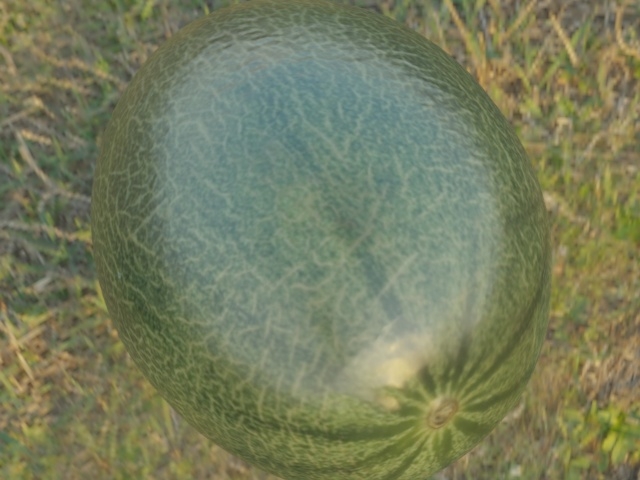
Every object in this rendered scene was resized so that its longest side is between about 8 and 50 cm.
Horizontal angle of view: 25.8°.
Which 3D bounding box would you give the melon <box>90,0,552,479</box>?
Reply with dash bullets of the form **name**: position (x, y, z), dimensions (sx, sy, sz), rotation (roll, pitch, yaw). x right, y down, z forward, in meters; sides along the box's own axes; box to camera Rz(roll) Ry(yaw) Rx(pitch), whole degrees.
- **melon**: position (0.000, 0.000, 0.754), dimensions (0.237, 0.237, 0.302), rotation (-23, 38, -7)
